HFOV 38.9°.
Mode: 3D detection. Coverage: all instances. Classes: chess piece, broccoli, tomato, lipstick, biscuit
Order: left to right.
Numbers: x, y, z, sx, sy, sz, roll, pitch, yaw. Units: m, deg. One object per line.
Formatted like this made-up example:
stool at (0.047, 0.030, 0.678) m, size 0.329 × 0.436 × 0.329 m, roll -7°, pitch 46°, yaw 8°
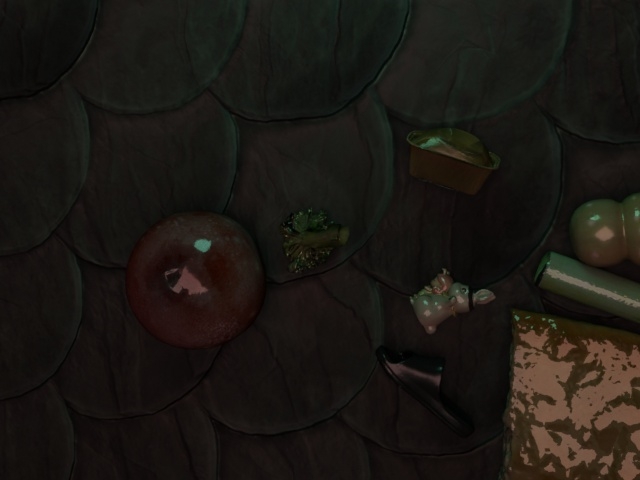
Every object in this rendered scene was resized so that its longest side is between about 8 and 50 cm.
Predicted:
tomato at (-0.242, 0.076, 1.718) m, size 0.270 × 0.227 × 0.270 m, roll 0°, pitch 91°, yaw 11°
broccoli at (0.000, -0.002, 1.689) m, size 0.122 × 0.204 × 0.118 m, roll -16°, pitch 95°, yaw -23°
biscuit at (0.525, 0.375, 1.658) m, size 0.446 × 0.104 × 0.429 m, roll 12°, pitch 95°, yaw 10°
lipstick at (0.543, 0.100, 1.652) m, size 0.304 × 0.076 × 0.076 m, roll 19°, pitch 97°, yaw 9°
chess piece at (0.597, -0.020, 1.607) m, size 0.300 × 0.167 × 0.167 m, roll -7°, pitch 92°, yaw 17°

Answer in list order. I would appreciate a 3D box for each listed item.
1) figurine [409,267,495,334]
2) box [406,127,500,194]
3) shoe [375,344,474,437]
figurine at (0.243, 0.102, 1.703) m, size 0.146 × 0.081 × 0.098 m, roll -30°, pitch 88°, yaw 11°
box at (0.242, -0.155, 1.679) m, size 0.177 × 0.111 × 0.111 m, roll 20°, pitch 97°, yaw 8°
shoe at (0.214, 0.263, 1.710) m, size 0.241 × 0.108 × 0.093 m, roll 42°, pitch 98°, yaw -2°
